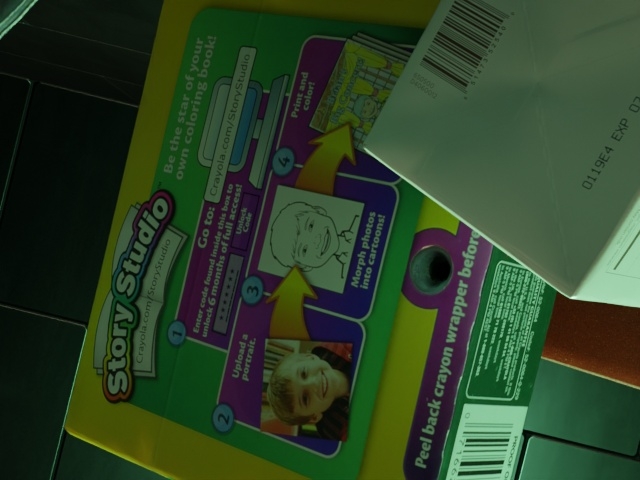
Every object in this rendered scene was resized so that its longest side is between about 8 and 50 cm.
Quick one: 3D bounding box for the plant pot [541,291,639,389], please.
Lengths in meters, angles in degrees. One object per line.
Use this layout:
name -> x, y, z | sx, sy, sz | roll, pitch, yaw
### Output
plant pot -> 0.369, 0.023, 0.944 | 0.267, 0.235, 0.267 | 14, 180, -32

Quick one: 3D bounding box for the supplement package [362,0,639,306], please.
supplement package -> 0.164, -0.053, 0.570 | 0.134, 0.139, 0.244 | 40, -162, 35

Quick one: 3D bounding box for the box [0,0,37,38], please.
box -> -0.187, -0.120, 0.296 | 0.207, 0.108, 0.153 | 46, 177, -30

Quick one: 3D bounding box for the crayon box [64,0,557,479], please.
crayon box -> 0.000, 0.000, 0.773 | 0.313, 0.362, 0.106 | 14, -179, 38
